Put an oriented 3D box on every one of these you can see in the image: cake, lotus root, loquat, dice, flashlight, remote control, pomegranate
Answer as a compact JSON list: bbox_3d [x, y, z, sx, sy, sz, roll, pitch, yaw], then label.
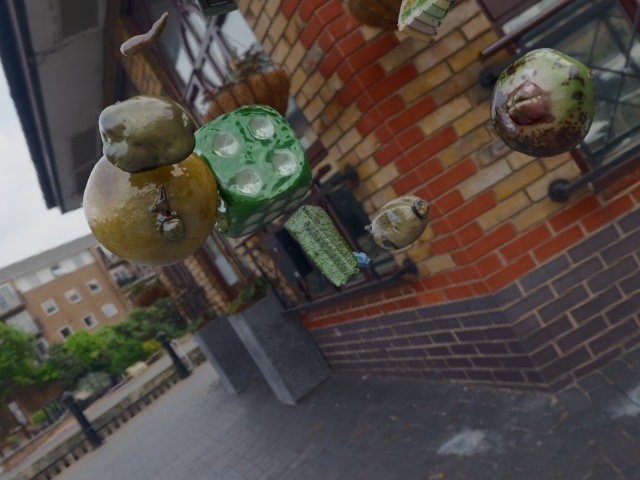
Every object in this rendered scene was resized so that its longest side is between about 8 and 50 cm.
[{"bbox_3d":[0.243,-0.539,1.314,0.225,0.090,0.110,127,155,-71],"label":"cake"},{"bbox_3d":[0.239,-0.049,1.779,0.257,0.140,0.155,-32,27,60],"label":"lotus root"},{"bbox_3d":[-0.405,-0.086,1.482,0.328,0.329,0.359,-33,36,-16],"label":"loquat"},{"bbox_3d":[-0.215,-0.199,1.738,0.297,0.300,0.287,-29,-5,-23],"label":"dice"},{"bbox_3d":[0.114,0.060,1.905,0.129,0.051,0.051,19,40,41],"label":"flashlight"},{"bbox_3d":[-0.329,-0.777,1.746,0.123,0.038,0.285,-12,-23,1],"label":"remote control"},{"bbox_3d":[0.427,-0.265,1.171,0.214,0.214,0.247,-32,-8,37],"label":"pomegranate"},{"bbox_3d":[0.002,0.011,1.587,0.100,0.235,0.099,-44,-31,20],"label":"cake"}]

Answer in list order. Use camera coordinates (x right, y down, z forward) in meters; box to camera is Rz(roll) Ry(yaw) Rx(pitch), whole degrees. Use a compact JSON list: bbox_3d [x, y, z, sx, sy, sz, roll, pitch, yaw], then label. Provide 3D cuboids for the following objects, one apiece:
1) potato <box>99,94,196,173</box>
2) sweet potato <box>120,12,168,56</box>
[{"bbox_3d":[-0.373,-0.233,1.290,0.200,0.137,0.155,-12,-47,-15],"label":"potato"},{"bbox_3d":[-0.502,-0.586,1.719,0.214,0.050,0.050,-19,8,32],"label":"sweet potato"}]
